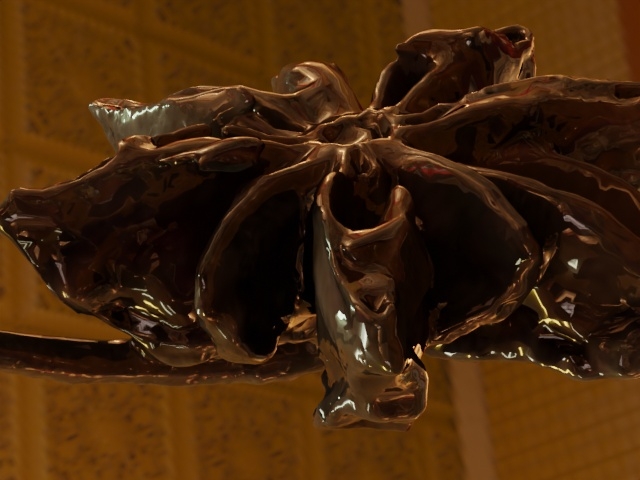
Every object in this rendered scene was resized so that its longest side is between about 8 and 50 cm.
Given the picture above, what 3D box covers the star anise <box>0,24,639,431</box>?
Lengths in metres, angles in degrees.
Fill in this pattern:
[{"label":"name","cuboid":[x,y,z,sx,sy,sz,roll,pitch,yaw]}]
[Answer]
[{"label":"star anise","cuboid":[-0.001,0.000,0.575,0.209,0.231,0.089,-79,-22,-66]}]
